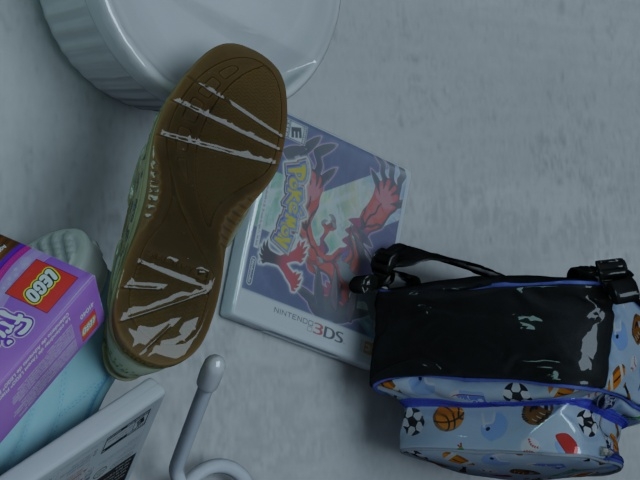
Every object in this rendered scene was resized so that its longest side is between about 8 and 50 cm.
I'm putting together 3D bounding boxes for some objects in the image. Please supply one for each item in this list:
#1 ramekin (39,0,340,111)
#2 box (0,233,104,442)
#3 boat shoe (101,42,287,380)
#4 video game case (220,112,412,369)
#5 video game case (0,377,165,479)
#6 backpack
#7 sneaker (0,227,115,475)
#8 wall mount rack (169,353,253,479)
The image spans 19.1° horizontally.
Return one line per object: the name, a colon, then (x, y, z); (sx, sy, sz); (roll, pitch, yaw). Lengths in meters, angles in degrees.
ramekin: (-0.121, -0.231, 1.616); (0.273, 0.127, 0.273); (7, 80, -41)
box: (-0.320, 0.102, 1.355); (0.293, 0.201, 0.057); (-52, 153, -33)
boat shoe: (-0.109, -0.026, 1.488); (0.105, 0.089, 0.285); (29, 63, -14)
video game case: (0.000, 0.000, 1.763); (0.183, 0.023, 0.201); (23, 70, -38)
video game case: (-0.210, 0.202, 1.454); (0.022, 0.173, 0.190); (41, 46, 16)
backpack: (0.200, 0.120, 1.775); (0.263, 0.276, 0.213); (9, 85, -59)
sneaker: (-0.251, 0.165, 1.452); (0.366, 0.135, 0.150); (-51, 124, -26)
wall mount rack: (-0.142, 0.266, 1.511); (0.350, 0.130, 0.304); (-41, 123, -37)
